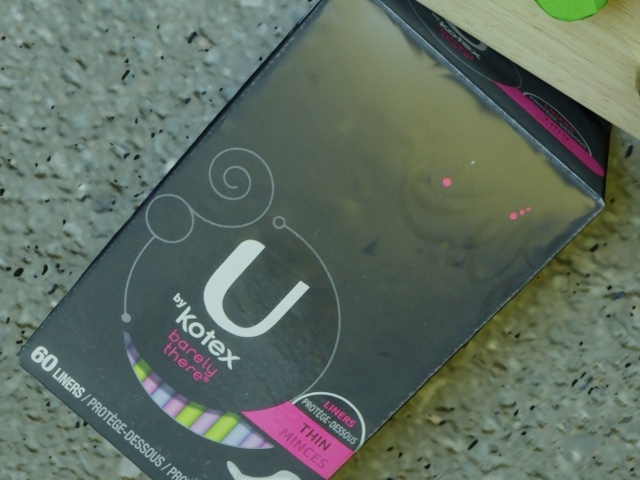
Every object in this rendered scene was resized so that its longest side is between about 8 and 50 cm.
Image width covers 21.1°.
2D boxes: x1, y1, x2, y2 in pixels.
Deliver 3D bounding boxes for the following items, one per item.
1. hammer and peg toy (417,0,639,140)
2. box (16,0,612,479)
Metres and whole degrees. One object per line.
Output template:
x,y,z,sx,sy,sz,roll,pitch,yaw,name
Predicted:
0.099,-0.224,0.743,0.361,0.127,0.266,31,108,-17,hammer and peg toy
0.000,0.000,0.885,0.165,0.143,0.270,40,112,-4,box
